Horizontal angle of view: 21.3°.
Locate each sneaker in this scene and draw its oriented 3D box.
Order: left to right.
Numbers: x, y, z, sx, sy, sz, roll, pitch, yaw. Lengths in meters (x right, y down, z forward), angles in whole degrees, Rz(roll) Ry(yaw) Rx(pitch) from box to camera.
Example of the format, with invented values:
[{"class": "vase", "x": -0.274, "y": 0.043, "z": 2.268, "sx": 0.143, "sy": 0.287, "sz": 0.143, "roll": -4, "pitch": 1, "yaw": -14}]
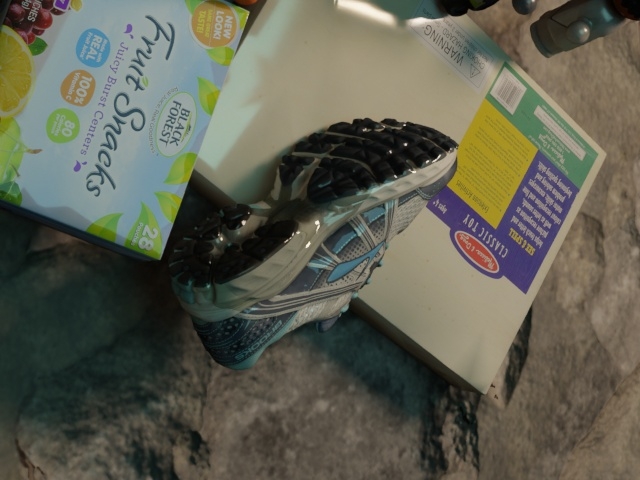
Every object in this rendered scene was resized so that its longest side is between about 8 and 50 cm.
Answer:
[{"class": "sneaker", "x": 0.000, "y": 0.000, "z": 1.382, "sx": 0.283, "sy": 0.110, "sz": 0.122, "roll": -33, "pitch": 131, "yaw": -26}]

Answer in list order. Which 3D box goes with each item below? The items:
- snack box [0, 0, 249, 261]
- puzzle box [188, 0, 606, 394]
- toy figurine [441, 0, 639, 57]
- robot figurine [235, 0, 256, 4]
[{"class": "snack box", "x": -0.171, "y": -0.109, "z": 1.284, "sx": 0.175, "sy": 0.070, "sz": 0.207, "roll": 23, "pitch": 82, "yaw": -19}, {"class": "puzzle box", "x": 0.066, "y": -0.075, "z": 1.500, "sx": 0.409, "sy": 0.052, "sz": 0.272, "roll": 39, "pitch": 72, "yaw": -33}, {"class": "toy figurine", "x": 0.207, "y": -0.281, "z": 1.490, "sx": 0.213, "sy": 0.148, "sz": 0.209, "roll": 21, "pitch": 61, "yaw": -36}, {"class": "robot figurine", "x": -0.090, "y": -0.265, "z": 1.317, "sx": 0.219, "sy": 0.158, "sz": 0.128, "roll": 12, "pitch": 104, "yaw": -37}]
